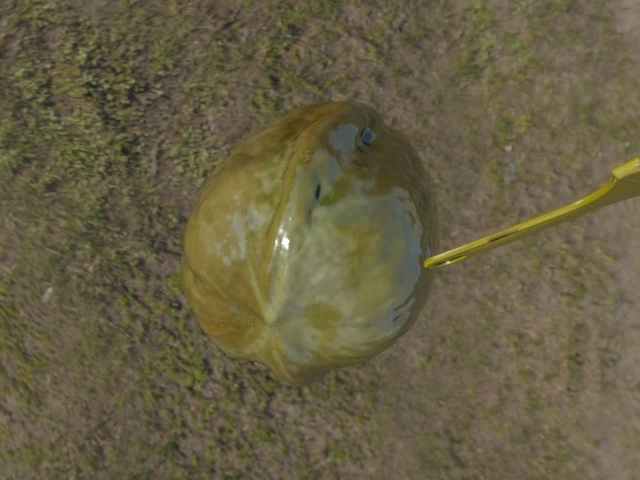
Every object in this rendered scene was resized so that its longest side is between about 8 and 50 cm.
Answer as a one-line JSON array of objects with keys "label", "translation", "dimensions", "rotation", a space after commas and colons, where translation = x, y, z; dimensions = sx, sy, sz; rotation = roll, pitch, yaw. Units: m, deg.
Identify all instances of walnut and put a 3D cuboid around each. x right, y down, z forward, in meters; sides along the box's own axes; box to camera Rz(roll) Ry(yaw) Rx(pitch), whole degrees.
[{"label": "walnut", "translation": [0.000, 0.000, 0.797], "dimensions": [0.283, 0.228, 0.282], "rotation": [10, 90, -75]}]

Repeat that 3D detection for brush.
[{"label": "brush", "translation": [0.143, -0.018, 0.496], "dimensions": [0.083, 0.205, 0.011], "rotation": [2, 68, -50]}]
